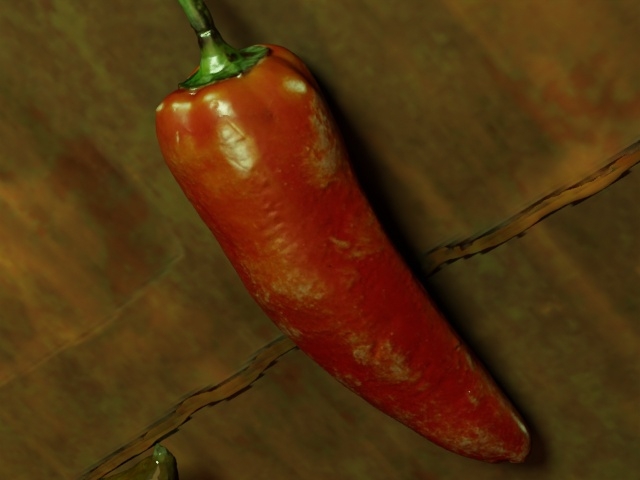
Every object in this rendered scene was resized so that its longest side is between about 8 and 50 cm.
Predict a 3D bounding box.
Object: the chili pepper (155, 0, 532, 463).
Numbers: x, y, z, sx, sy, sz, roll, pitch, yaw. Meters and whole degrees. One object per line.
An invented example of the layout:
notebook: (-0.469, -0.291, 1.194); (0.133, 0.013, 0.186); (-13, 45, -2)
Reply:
chili pepper: (0.000, 0.000, 0.556); (0.071, 0.063, 0.272); (-16, 119, 37)

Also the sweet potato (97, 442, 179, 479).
sweet potato: (-0.133, 0.177, 0.701); (0.057, 0.057, 0.264); (33, 127, -7)
